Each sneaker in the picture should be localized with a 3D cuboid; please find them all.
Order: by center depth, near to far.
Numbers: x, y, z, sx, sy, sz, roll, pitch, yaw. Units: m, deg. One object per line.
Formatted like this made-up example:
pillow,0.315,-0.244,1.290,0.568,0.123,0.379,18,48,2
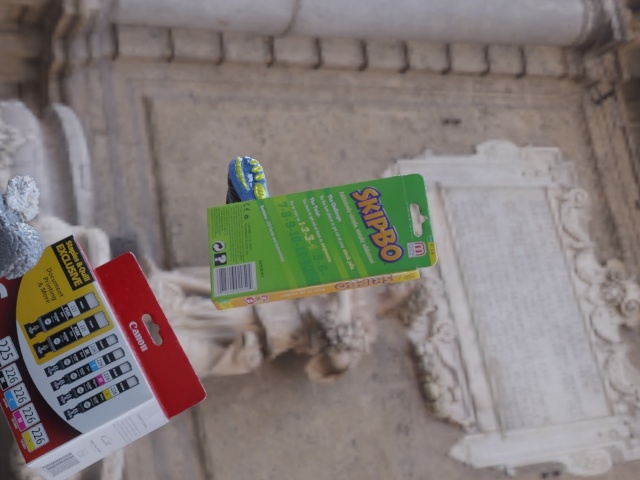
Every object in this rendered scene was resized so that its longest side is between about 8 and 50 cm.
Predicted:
sneaker,-0.101,-0.032,1.486,0.078,0.067,0.188,108,-25,-56

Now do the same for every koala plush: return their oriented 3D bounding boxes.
koala plush,-0.453,-0.022,1.301,0.203,0.196,0.221,60,6,-3

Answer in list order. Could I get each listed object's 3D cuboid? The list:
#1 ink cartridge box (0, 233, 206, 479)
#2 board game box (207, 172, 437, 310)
ink cartridge box,-0.363,0.162,1.550,0.309,0.272,0.130,57,-12,24
board game box,0.000,0.000,1.172,0.039,0.259,0.124,63,18,-61
